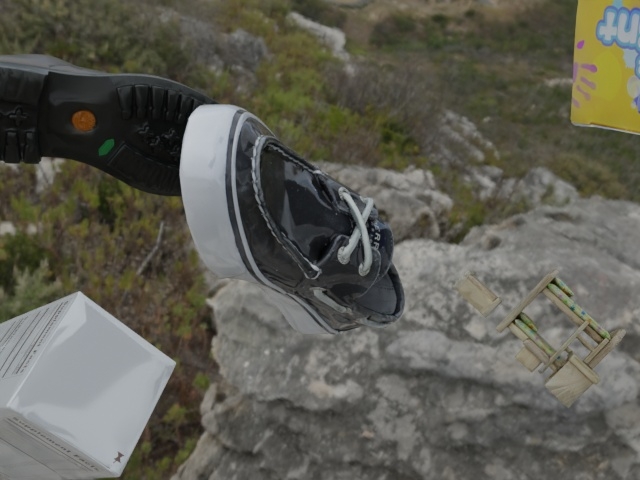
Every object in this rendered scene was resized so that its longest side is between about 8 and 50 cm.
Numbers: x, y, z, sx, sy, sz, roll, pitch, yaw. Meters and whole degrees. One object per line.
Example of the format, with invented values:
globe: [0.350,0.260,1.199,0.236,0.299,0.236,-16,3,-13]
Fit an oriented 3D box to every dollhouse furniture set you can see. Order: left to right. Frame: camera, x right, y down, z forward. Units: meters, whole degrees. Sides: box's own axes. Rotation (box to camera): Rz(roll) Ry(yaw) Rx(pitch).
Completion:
dollhouse furniture set: [0.247,0.080,0.873,0.182,0.101,0.161,44,9,13]

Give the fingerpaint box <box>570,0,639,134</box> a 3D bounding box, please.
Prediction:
fingerpaint box: [0.461,-0.141,0.525,0.370,0.163,0.445,-6,17,-14]

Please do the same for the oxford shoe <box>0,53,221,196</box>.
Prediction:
oxford shoe: [-0.153,-0.091,0.545,0.227,0.083,0.096,12,19,-30]

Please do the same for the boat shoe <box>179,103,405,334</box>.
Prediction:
boat shoe: [0.000,0.000,0.544,0.102,0.301,0.108,-1,64,17]

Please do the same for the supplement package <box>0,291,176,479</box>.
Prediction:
supplement package: [-0.295,0.166,0.820,0.139,0.244,0.134,44,49,-27]
